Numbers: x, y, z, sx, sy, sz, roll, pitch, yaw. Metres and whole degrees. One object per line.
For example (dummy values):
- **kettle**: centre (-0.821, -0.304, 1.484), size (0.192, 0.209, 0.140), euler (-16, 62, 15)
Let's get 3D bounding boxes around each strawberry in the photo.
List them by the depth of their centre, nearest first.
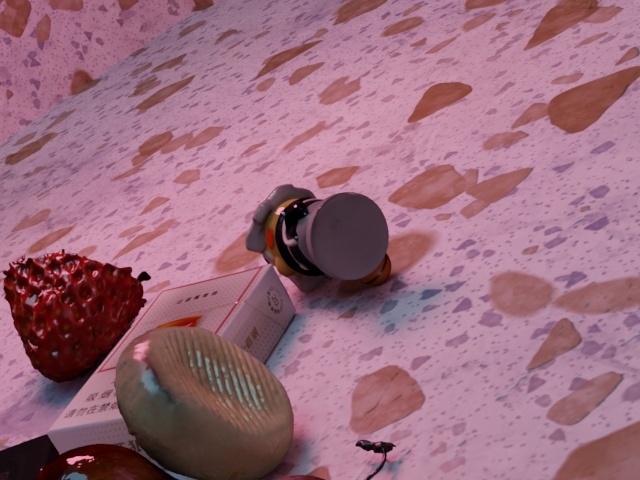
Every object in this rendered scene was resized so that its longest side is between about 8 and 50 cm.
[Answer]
- **strawberry**: centre (-0.383, 0.135, 1.946), size (0.233, 0.234, 0.178), euler (-18, 54, 23)

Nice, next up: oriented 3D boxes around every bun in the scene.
- **bun**: centre (-0.143, 0.202, 1.445), size (0.127, 0.222, 0.222), euler (-60, 10, 25)

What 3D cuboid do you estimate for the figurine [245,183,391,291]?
- **figurine**: centre (0.000, 0.000, 1.754), size (0.133, 0.176, 0.236), euler (-55, 22, -16)

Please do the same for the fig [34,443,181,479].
- **fig**: centre (-0.208, 0.298, 1.364), size (0.207, 0.175, 0.175), euler (-19, 19, -18)

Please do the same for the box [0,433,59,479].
- **box**: centre (-0.449, 0.344, 1.678), size (0.201, 0.042, 0.212), euler (-22, 23, 10)

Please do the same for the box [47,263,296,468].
- **box**: centre (-0.192, 0.173, 1.686), size (0.210, 0.095, 0.330), euler (-14, 24, 31)

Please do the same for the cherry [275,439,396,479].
- **cherry**: centre (-0.006, 0.269, 1.281), size (0.107, 0.090, 0.225), euler (-32, -1, 33)
